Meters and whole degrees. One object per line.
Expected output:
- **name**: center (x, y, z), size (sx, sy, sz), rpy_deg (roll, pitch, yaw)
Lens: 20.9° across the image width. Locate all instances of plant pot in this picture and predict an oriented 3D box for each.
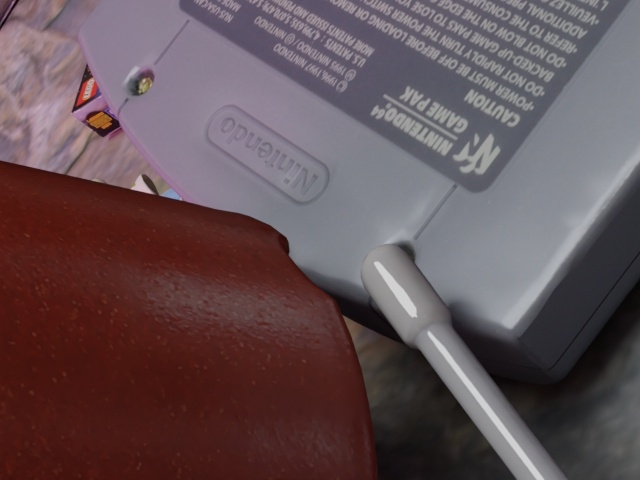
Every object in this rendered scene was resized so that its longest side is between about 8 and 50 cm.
- **plant pot**: center (-0.145, 0.077, 0.514), size (0.272, 0.265, 0.272), rpy_deg (-13, 75, 54)

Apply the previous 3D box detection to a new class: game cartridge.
- **game cartridge**: center (0.031, -0.074, 0.665), size (0.198, 0.062, 0.297), rpy_deg (-55, 45, 2)

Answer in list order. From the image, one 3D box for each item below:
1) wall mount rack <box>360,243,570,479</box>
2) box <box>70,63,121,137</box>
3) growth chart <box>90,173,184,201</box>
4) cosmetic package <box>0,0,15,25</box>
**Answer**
- **wall mount rack**: center (0.110, 0.028, 0.394), size (0.350, 0.130, 0.304), rpy_deg (-53, 12, 24)
- **box**: center (-0.088, -0.132, 0.988), size (0.094, 0.027, 0.137), rpy_deg (-25, 40, 39)
- **growth chart**: center (-0.105, 0.046, 0.801), size (0.172, 0.021, 0.237), rpy_deg (-62, 24, 2)
- **cosmetic package**: center (-0.351, -0.192, 1.323), size (0.296, 0.129, 0.153), rpy_deg (13, 69, 58)
